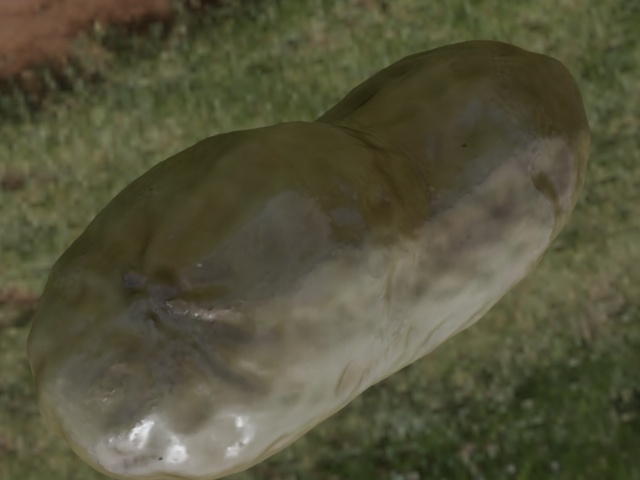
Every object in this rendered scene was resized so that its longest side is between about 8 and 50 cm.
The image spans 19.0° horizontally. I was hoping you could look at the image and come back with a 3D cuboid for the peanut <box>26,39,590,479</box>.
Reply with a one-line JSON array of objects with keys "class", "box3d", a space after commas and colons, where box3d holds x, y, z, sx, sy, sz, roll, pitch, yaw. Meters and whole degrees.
[{"class": "peanut", "box3d": [0.000, 0.000, 1.117, 0.387, 0.169, 0.192, -31, 145, -25]}]
